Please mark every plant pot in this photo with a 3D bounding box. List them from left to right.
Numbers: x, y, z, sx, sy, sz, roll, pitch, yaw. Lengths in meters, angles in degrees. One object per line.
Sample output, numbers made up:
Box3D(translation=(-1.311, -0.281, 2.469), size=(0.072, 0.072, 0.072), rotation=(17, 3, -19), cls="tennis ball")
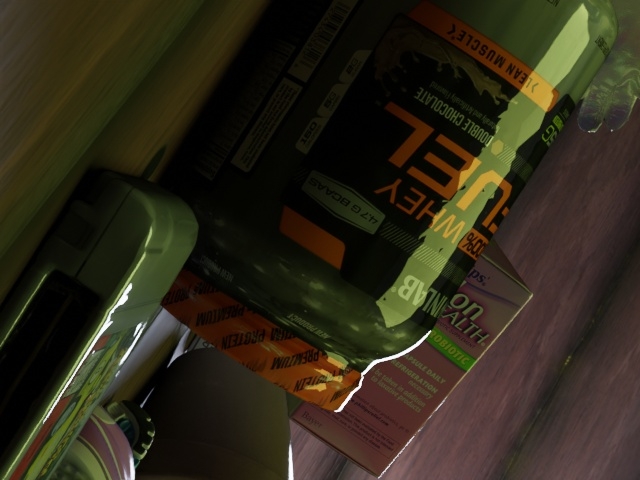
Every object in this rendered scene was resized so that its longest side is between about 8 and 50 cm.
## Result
Box3D(translation=(-0.134, 0.255, 1.743), size=(0.263, 0.263, 0.229), rotation=(120, -15, -48), cls="plant pot")

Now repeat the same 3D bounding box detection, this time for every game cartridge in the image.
Box3D(translation=(-0.169, 0.096, 0.857), size=(0.294, 0.060, 0.196), rotation=(-57, -179, 2), cls="game cartridge")

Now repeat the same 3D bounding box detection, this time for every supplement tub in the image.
Box3D(translation=(0.037, -0.064, 1.041), size=(0.338, 0.207, 0.207), rotation=(-58, 177, 2), cls="supplement tub")

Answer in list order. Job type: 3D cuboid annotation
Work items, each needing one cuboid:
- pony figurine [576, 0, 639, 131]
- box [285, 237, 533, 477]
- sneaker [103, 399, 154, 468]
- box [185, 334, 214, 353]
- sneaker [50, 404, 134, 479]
Box3D(translation=(0.228, -0.305, 1.542), size=(0.363, 0.303, 0.351), rotation=(-26, 143, -55), cls="pony figurine")
Box3D(translation=(0.077, 0.081, 1.527), size=(0.243, 0.117, 0.213), rotation=(-52, -165, 10), cls="box")
Box3D(translation=(-0.222, 0.238, 1.406), size=(0.083, 0.071, 0.190), rotation=(-52, -179, 38), cls="sneaker")
Box3D(translation=(-0.052, 0.039, 1.934), size=(0.290, 0.087, 0.169), rotation=(-58, 177, 15), cls="box")
Box3D(translation=(-0.161, 0.251, 1.109), size=(0.161, 0.102, 0.282), rotation=(-86, 171, -78), cls="sneaker")
